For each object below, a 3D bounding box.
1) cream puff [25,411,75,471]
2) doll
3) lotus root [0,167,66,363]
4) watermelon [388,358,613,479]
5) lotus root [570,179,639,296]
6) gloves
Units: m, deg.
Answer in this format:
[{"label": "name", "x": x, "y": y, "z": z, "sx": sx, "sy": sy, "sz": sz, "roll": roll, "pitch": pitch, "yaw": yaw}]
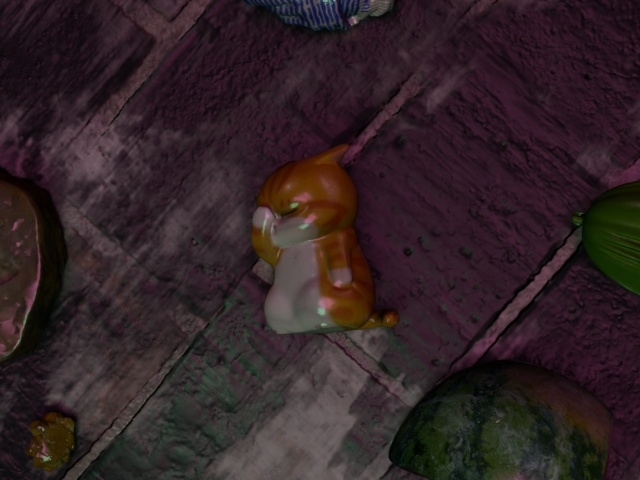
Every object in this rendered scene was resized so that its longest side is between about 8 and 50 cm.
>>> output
[{"label": "cream puff", "x": -0.412, "y": 0.306, "z": 1.186, "sx": 0.058, "sy": 0.083, "sz": 0.083, "roll": -23, "pitch": 101, "yaw": 49}, {"label": "doll", "x": -0.008, "y": 0.013, "z": 1.094, "sx": 0.166, "sy": 0.162, "sz": 0.270, "roll": -11, "pitch": 94, "yaw": 36}, {"label": "lotus root", "x": -0.581, "y": 0.038, "z": 1.184, "sx": 0.390, "sy": 0.111, "sz": 0.375, "roll": -31, "pitch": 82, "yaw": 6}, {"label": "watermelon", "x": 0.227, "y": 0.274, "z": 1.050, "sx": 0.305, "sy": 0.224, "sz": 0.180, "roll": 6, "pitch": 125, "yaw": 27}, {"label": "lotus root", "x": 0.425, "y": -0.012, "z": 1.059, "sx": 0.186, "sy": 0.186, "sz": 0.186, "roll": 0, "pitch": 89, "yaw": 6}, {"label": "gloves", "x": -0.002, "y": -0.361, "z": 1.122, "sx": 0.229, "sy": 0.097, "sz": 0.119, "roll": -3, "pitch": 126, "yaw": 4}]
